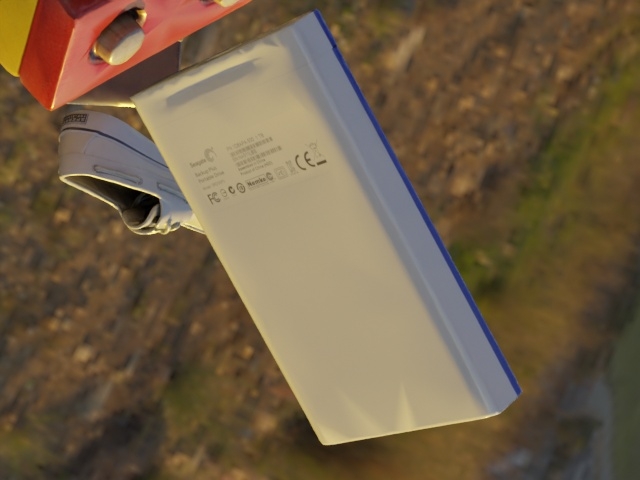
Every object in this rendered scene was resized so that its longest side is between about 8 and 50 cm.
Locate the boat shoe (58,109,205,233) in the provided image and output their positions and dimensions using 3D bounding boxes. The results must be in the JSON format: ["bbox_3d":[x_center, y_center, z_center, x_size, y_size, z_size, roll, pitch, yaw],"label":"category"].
[{"bbox_3d":[-0.185,-0.050,2.077,0.267,0.096,0.088,35,56,-47],"label":"boat shoe"}]

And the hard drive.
[{"bbox_3d":[0.000,0.000,1.427,0.040,0.210,0.318,-37,103,-39],"label":"hard drive"}]

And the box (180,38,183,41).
[{"bbox_3d":[-0.064,-0.148,0.910,0.136,0.028,0.081,-82,-174,-74],"label":"box"}]

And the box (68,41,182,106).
[{"bbox_3d":[-0.188,-0.333,1.760,0.191,0.143,0.381,-97,-171,-53],"label":"box"}]

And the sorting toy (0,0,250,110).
[{"bbox_3d":[-0.007,-0.163,0.564,0.255,0.089,0.257,-34,162,-36],"label":"sorting toy"}]
